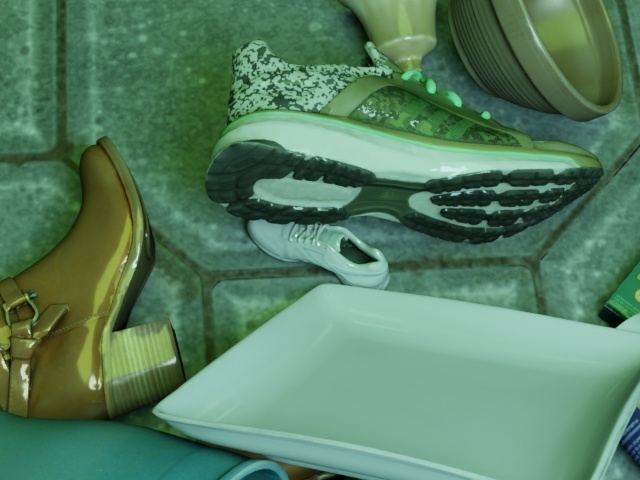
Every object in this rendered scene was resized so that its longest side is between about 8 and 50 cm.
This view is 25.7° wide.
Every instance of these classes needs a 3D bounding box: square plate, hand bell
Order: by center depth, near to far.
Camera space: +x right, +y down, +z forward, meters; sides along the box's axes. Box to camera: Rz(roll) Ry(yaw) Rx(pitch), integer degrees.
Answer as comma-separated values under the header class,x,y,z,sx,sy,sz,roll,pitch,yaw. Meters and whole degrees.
class,x,y,z,sx,sy,sz,roll,pitch,yaw
square plate,0.091,0.126,1.168,0.347,0.049,0.344,8,19,22
hand bell,0.095,-0.158,1.441,0.126,0.126,0.242,-8,77,-7

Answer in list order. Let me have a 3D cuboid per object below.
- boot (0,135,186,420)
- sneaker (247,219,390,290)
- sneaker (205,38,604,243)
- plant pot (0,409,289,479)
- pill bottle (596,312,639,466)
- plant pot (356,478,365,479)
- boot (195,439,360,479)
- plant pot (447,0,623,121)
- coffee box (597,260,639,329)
class,x,y,z,sx,sy,sz,roll,pitch,yaw
boot,-0.260,0.047,1.323,0.220,0.109,0.283,-13,74,-5
sneaker,0.000,0.000,1.371,0.152,0.061,0.054,22,67,9
sneaker,0.088,-0.114,1.336,0.410,0.158,0.182,6,63,-23
plant pot,-0.197,0.261,1.139,0.255,0.272,0.272,20,65,21
pill bottle,0.327,0.162,1.286,0.112,0.112,0.187,-34,71,-17
plant pot,0.085,0.320,1.129,0.247,0.247,0.252,-23,45,-13
boot,-0.013,0.170,1.287,0.197,0.073,0.152,19,65,-6
plant pot,0.206,-0.220,1.431,0.109,0.237,0.237,-24,61,31
coffee box,0.374,0.037,1.385,0.113,0.040,0.184,37,69,13
